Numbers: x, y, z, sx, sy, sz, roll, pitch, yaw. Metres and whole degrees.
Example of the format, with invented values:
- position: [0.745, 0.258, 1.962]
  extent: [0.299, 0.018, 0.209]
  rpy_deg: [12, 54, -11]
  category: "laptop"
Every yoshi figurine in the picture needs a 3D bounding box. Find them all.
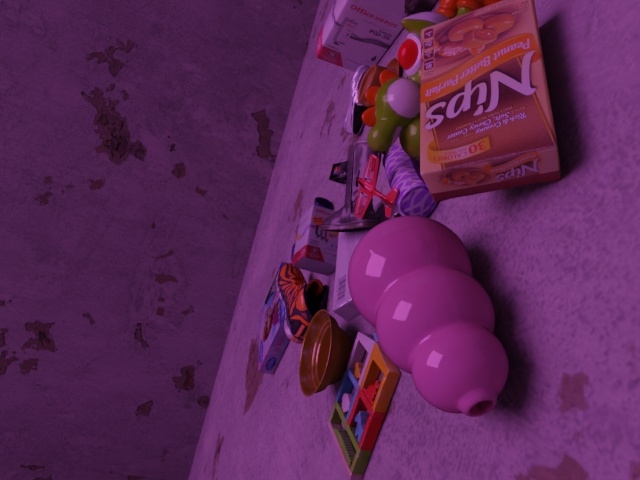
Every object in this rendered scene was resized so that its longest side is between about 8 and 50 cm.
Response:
- position: [0.246, -0.318, 0.940]
  extent: [0.203, 0.203, 0.362]
  rpy_deg: [38, 101, 29]
  category: "yoshi figurine"

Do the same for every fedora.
- position: [0.168, -0.464, 1.382]
  extent: [0.194, 0.079, 0.195]
  rpy_deg: [-165, 90, -74]
  category: "fedora"

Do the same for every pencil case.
- position: [0.195, -0.138, 1.002]
  extent: [0.088, 0.086, 0.206]
  rpy_deg: [-50, 29, 30]
  category: "pencil case"

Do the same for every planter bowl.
- position: [0.024, 0.291, 1.157]
  extent: [0.217, 0.090, 0.217]
  rpy_deg: [-164, 90, -73]
  category: "planter bowl"

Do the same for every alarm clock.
- position: [0.276, -0.687, 1.272]
  extent: [0.192, 0.064, 0.130]
  rpy_deg: [-171, 96, -76]
  category: "alarm clock"

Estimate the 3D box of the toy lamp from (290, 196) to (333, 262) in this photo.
- position: [-0.040, -0.026, 1.668]
  extent: [0.080, 0.080, 0.275]
  rpy_deg: [-101, 30, -56]
  category: "toy lamp"

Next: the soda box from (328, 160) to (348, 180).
- position: [0.082, -0.222, 1.490]
  extent: [0.169, 0.053, 0.060]
  rpy_deg: [-162, 88, -73]
  category: "soda box"

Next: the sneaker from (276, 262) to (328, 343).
- position: [-0.051, 0.163, 1.502]
  extent: [0.180, 0.124, 0.321]
  rpy_deg: [-58, 34, 34]
  category: "sneaker"

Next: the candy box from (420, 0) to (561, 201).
- position: [0.257, -0.228, 0.719]
  extent: [0.182, 0.087, 0.317]
  rpy_deg: [-9, 58, 28]
  category: "candy box"

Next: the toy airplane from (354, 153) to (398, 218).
- position: [0.119, -0.106, 0.982]
  extent: [0.151, 0.028, 0.151]
  rpy_deg: [13, 105, 59]
  category: "toy airplane"

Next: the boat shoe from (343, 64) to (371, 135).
- position: [0.138, -0.457, 1.503]
  extent: [0.076, 0.083, 0.227]
  rpy_deg: [-127, 41, -56]
  category: "boat shoe"

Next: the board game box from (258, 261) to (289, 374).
- position: [-0.172, 0.304, 1.818]
  extent: [0.319, 0.065, 0.318]
  rpy_deg: [-101, 31, -57]
  category: "board game box"

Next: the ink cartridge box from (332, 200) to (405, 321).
- position: [0.134, 0.021, 1.057]
  extent: [0.238, 0.060, 0.275]
  rpy_deg: [-36, 30, 33]
  category: "ink cartridge box"

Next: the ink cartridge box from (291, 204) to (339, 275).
- position: [0.000, 0.000, 1.426]
  extent: [0.127, 0.128, 0.176]
  rpy_deg: [140, 142, -62]
  category: "ink cartridge box"

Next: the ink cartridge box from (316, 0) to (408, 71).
- position: [0.130, -0.696, 1.486]
  extent: [0.283, 0.207, 0.117]
  rpy_deg: [141, 140, -63]
  category: "ink cartridge box"

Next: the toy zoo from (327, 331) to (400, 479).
- position: [0.093, 0.333, 0.999]
  extent: [0.192, 0.030, 0.294]
  rpy_deg: [-135, 61, -71]
  category: "toy zoo"

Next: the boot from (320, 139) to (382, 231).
- position: [0.073, -0.127, 1.101]
  extent: [0.189, 0.076, 0.209]
  rpy_deg: [-6, 85, 44]
  category: "boot"

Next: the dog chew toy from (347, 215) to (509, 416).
- position: [0.166, 0.109, 0.697]
  extent: [0.332, 0.206, 0.207]
  rpy_deg: [-110, 38, -50]
  category: "dog chew toy"
